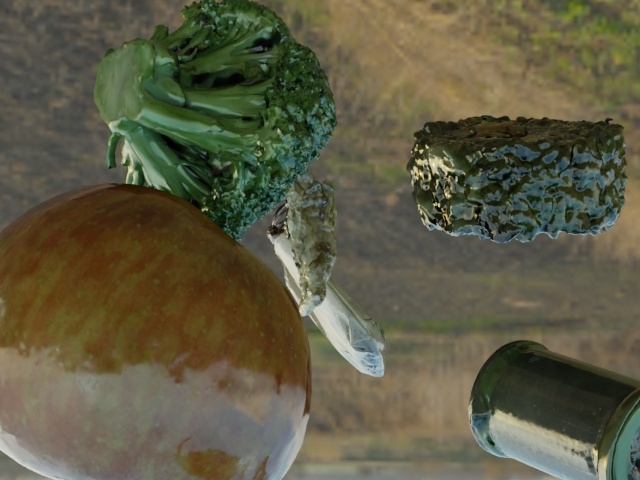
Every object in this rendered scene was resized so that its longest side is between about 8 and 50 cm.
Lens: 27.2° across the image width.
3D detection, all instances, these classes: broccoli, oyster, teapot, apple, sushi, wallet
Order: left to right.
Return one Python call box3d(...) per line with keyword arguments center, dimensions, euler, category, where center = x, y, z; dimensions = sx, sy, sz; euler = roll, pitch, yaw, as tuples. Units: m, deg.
box3d(center=(-0.144, 0.084, 1.106), dimensions=(0.277, 0.250, 0.309), euler=(4, 168, 43), category="apple")
box3d(center=(-0.113, -0.116, 1.264), dimensions=(0.261, 0.269, 0.242), euler=(-19, 161, 36), category="broccoli")
box3d(center=(-0.002, -0.001, 1.852), dimensions=(0.106, 0.199, 0.061), euler=(-10, 174, -29), category="oyster")
box3d(center=(0.013, 0.098, 2.155), dimensions=(0.068, 0.275, 0.335), euler=(-36, 164, -9), category="wallet")
box3d(center=(0.299, -0.099, 2.101), dimensions=(0.294, 0.178, 0.352), euler=(-9, -168, -29), category="sushi")
box3d(center=(0.393, 0.254, 1.912), dimensions=(0.270, 0.200, 0.337), euler=(-12, -165, -31), category="teapot")
